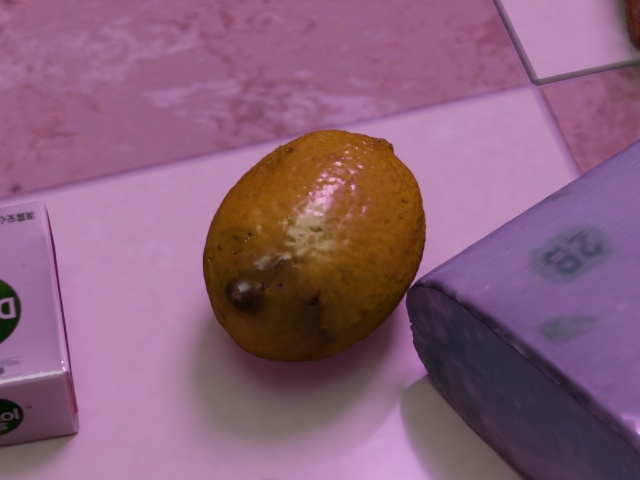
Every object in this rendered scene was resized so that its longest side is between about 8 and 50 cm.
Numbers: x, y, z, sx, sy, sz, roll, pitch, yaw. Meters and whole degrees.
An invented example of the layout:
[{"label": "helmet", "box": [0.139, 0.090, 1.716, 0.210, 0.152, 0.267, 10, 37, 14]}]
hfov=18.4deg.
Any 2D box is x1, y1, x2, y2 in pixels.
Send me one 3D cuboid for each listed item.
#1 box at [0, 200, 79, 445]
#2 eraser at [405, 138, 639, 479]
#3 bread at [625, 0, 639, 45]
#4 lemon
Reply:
[{"label": "box", "box": [-0.162, 0.039, 0.775, 0.125, 0.043, 0.089, -10, 54, -7]}, {"label": "eraser", "box": [0.173, 0.018, 0.761, 0.227, 0.081, 0.174, -31, 45, -22]}, {"label": "bread", "box": [0.173, -0.153, 0.899, 0.084, 0.080, 0.109, -5, 55, -7]}, {"label": "lemon", "box": [0.000, 0.000, 0.783, 0.082, 0.082, 0.111, 27, 53, 19]}]
